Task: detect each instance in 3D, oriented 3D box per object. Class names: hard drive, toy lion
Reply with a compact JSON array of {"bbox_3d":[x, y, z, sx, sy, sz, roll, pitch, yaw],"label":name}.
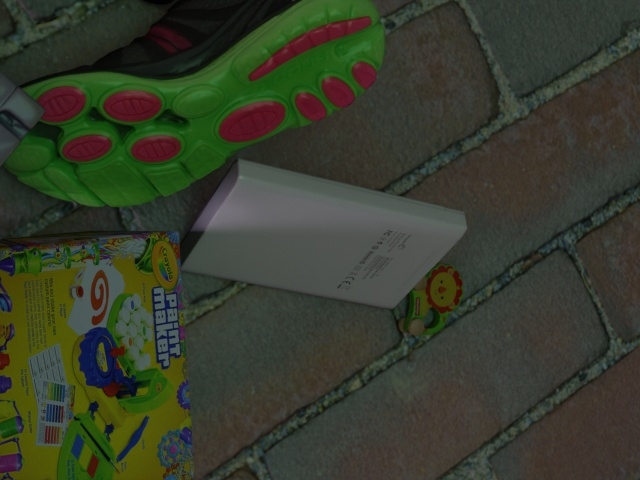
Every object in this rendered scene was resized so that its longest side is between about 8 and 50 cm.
[{"bbox_3d":[0.000,0.000,1.438,0.308,0.203,0.040,12,51,-24],"label":"hard drive"},{"bbox_3d":[0.158,0.082,1.595,0.096,0.034,0.100,3,91,-32],"label":"toy lion"}]

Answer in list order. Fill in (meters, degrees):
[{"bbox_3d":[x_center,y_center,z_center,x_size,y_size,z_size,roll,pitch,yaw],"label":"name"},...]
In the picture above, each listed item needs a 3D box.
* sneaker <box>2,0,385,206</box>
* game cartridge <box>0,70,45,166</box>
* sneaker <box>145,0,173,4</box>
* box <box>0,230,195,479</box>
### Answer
[{"bbox_3d":[-0.162,-0.184,1.374,0.483,0.202,0.185,-18,121,-6],"label":"sneaker"},{"bbox_3d":[-0.446,-0.056,1.018,0.230,0.068,0.355,41,75,-17],"label":"game cartridge"},{"bbox_3d":[-0.256,-0.369,1.371,0.235,0.084,0.097,25,76,-31],"label":"sneaker"},{"bbox_3d":[-0.305,0.142,1.265,0.279,0.177,0.289,-6,95,-45],"label":"box"}]
